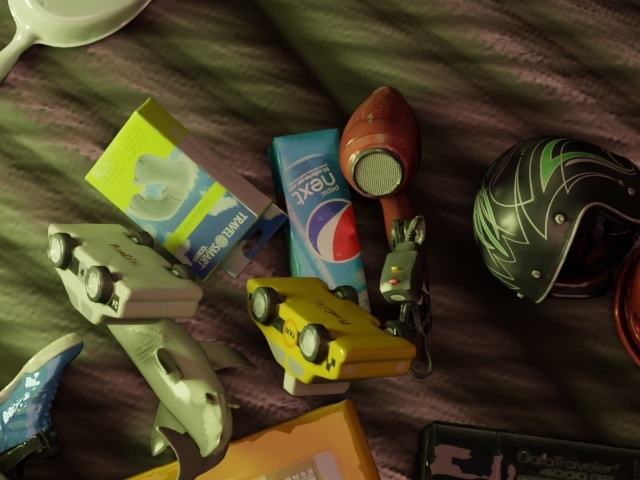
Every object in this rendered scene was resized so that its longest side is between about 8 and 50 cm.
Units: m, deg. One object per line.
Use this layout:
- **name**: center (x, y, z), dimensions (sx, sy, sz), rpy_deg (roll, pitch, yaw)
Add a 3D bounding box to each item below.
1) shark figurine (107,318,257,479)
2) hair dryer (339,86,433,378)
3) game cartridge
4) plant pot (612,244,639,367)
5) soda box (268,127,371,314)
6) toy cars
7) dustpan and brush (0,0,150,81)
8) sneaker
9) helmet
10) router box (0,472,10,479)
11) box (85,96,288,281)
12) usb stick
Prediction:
- **shark figurine**: center (-0.136, 0.176, 1.823), dimensions (0.166, 0.278, 0.116), rpy_deg (23, 116, -32)
- **hair dryer**: center (0.064, -0.029, 1.873), dimensions (0.080, 0.223, 0.293), rpy_deg (-3, 64, 4)
- **game cartridge**: center (-0.047, 0.351, 1.857), dimensions (0.285, 0.052, 0.323), rpy_deg (-20, 84, -10)
- **plant pot**: center (0.387, 0.056, 1.892), dimensions (0.191, 0.174, 0.191), rpy_deg (1, 83, -7)
- **soda box**: center (0.000, 0.000, 1.899), dimensions (0.067, 0.071, 0.210), rpy_deg (-10, 84, -9)
- **toy cars**: center (-0.094, 0.074, 1.779), dimensions (0.394, 0.176, 0.087), rpy_deg (15, 107, 15)
- **dustpan and brush**: center (-0.274, -0.230, 1.908), dimensions (0.147, 0.060, 0.211), rpy_deg (39, 73, 0)
- **sneaker**: center (-0.268, 0.165, 1.846), dimensions (0.152, 0.058, 0.084), rpy_deg (-43, 84, -7)
- **helmet**: center (0.229, -0.022, 1.885), dimensions (0.161, 0.169, 0.169), rpy_deg (-1, 82, -24)
- **router box**: center (-0.397, 0.312, 1.689), dimensions (0.335, 0.082, 0.301), rpy_deg (32, 94, 27)
- **box**: center (-0.132, -0.043, 1.872), dimensions (0.178, 0.109, 0.042), rpy_deg (41, 36, -1)
- **usb stick**: center (0.232, 0.233, 1.914), dimensions (0.278, 0.045, 0.077), rpy_deg (8, 75, -6)
